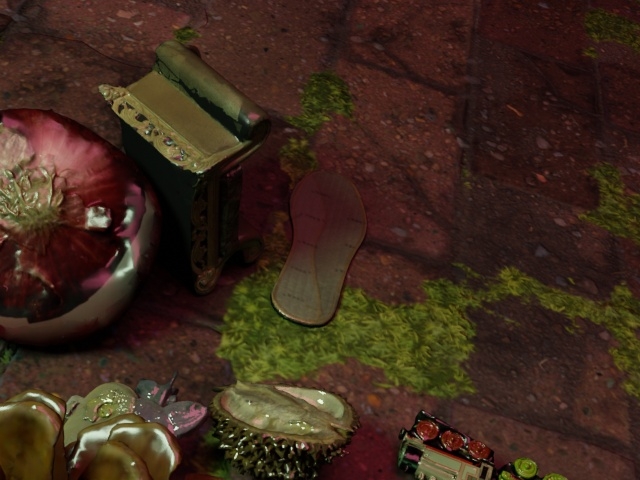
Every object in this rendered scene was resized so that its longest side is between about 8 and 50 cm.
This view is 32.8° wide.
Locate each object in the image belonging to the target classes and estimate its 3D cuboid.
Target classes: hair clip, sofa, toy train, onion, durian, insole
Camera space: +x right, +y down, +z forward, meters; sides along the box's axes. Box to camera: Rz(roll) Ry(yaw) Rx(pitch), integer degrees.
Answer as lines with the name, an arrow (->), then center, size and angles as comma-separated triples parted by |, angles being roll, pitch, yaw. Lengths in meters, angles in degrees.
hair clip -> -0.202, 0.201, 1.098 | 0.146, 0.056, 0.187 | 18, 46, 19
sofa -> -0.143, -0.095, 1.346 | 0.182, 0.258, 0.200 | -31, 57, -29
toy train -> 0.199, 0.270, 1.197 | 0.249, 0.053, 0.085 | 24, 43, 7
onion -> -0.321, -0.011, 1.238 | 0.272, 0.195, 0.272 | 4, 80, -23
durian -> -0.051, 0.204, 1.148 | 0.188, 0.091, 0.148 | 26, 27, 34
insole -> 0.000, 0.000, 1.485 | 0.119, 0.009, 0.348 | 18, 37, -1

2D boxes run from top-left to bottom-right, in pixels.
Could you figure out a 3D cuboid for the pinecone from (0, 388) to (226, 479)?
pinecone -> -0.218, 0.257, 0.743 | 0.384, 0.384, 0.384 | 12, 38, -9
